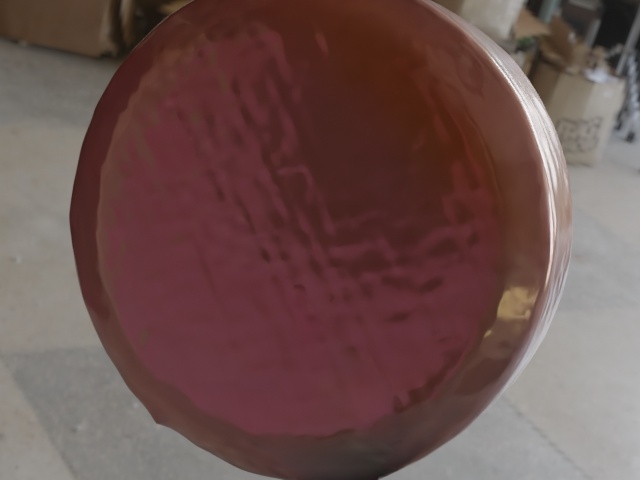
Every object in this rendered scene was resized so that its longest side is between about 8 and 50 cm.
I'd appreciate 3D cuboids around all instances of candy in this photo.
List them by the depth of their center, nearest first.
[{"bbox_3d":[0.000,0.000,0.622,0.255,0.255,0.094,23,11,15],"label":"candy"}]
